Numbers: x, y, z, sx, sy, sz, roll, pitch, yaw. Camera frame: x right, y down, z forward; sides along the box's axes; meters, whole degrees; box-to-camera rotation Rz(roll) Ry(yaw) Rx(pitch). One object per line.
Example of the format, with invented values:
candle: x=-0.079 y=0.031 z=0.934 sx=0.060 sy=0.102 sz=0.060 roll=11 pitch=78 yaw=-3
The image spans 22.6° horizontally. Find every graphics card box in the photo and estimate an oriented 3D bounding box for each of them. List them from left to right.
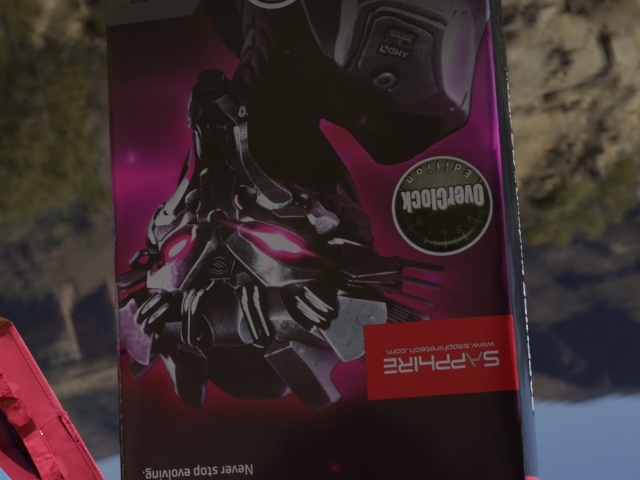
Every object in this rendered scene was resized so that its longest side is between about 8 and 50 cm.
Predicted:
graphics card box: x=0.000 y=0.000 z=0.925 sx=0.232 sy=0.371 sz=0.094 roll=-5 pitch=169 yaw=12

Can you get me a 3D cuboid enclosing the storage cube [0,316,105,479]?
storage cube: x=-0.315 y=0.186 z=1.352 sx=0.193 sy=0.184 sz=0.215 roll=-32 pitch=-168 yaw=-18

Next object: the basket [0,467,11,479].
basket: x=-0.116 y=0.202 z=0.528 sx=0.201 sy=0.255 sz=0.289 roll=-26 pitch=149 yaw=-43
